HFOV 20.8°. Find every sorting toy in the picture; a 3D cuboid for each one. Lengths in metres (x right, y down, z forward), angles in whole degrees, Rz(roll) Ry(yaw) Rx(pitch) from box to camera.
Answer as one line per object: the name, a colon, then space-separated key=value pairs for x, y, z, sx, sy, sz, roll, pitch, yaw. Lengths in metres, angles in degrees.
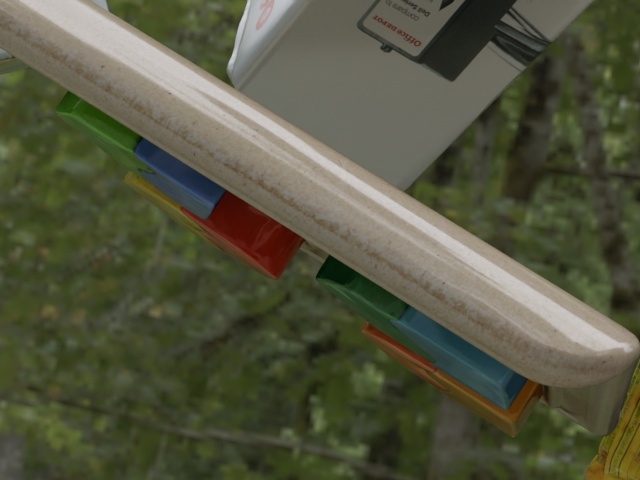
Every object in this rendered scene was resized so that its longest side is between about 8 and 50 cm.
sorting toy: x=0.000 y=0.000 z=0.500 sx=0.193 sy=0.038 sz=0.208 roll=32 pitch=-1 yaw=13

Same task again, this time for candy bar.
candy bar: x=0.144 y=0.042 z=0.675 sx=0.018 sy=0.161 sz=0.040 roll=-12 pitch=40 yaw=-46

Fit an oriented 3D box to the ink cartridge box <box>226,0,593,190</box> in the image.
ink cartridge box: x=0.064 y=-0.141 z=0.658 sx=0.087 sy=0.153 sz=0.208 roll=32 pitch=-53 yaw=-17

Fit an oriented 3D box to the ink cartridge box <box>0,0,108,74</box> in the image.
ink cartridge box: x=-0.200 y=-0.126 z=0.756 sx=0.127 sy=0.128 sz=0.176 roll=-10 pitch=5 yaw=31
